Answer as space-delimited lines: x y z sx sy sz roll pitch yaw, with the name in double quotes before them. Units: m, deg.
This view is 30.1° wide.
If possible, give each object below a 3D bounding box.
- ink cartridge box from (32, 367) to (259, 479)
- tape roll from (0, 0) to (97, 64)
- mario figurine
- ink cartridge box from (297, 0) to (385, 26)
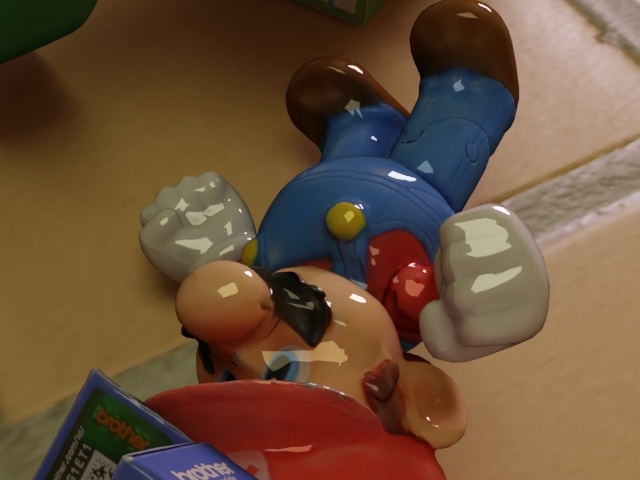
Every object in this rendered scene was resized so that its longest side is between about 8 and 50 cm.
"ink cartridge box" -0.012 0.197 0.362 0.311 0.065 0.186 33 99 23
"tape roll" -0.229 -0.243 0.616 0.077 0.321 0.321 -31 59 -27
"mario figurine" 0.000 0.000 0.522 0.170 0.198 0.321 22 45 -4
"ink cartridge box" 0.012 -0.206 0.778 0.209 0.062 0.109 24 50 15
